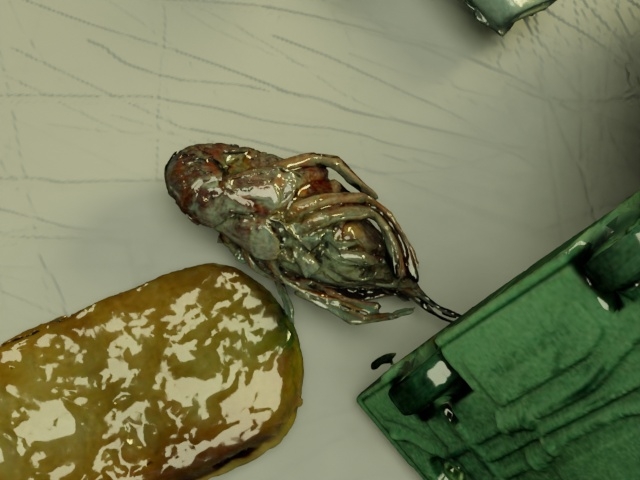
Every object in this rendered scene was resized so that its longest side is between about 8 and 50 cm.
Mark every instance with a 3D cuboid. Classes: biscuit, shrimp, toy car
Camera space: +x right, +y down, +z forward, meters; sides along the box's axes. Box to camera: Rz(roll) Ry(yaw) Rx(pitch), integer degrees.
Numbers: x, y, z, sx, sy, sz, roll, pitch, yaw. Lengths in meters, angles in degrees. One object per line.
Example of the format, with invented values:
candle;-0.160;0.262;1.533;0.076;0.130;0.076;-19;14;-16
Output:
biscuit;-0.127;0.099;0.719;0.247;0.029;0.118;-22;77;-6
shrimp;0.000;0.000;0.722;0.190;0.075;0.073;34;38;-9
toy car;0.133;0.062;0.608;0.097;0.321;0.141;-37;85;-34

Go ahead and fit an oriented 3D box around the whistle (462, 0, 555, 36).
whistle;0.063;-0.249;0.750;0.180;0.093;0.269;-27;85;-32
